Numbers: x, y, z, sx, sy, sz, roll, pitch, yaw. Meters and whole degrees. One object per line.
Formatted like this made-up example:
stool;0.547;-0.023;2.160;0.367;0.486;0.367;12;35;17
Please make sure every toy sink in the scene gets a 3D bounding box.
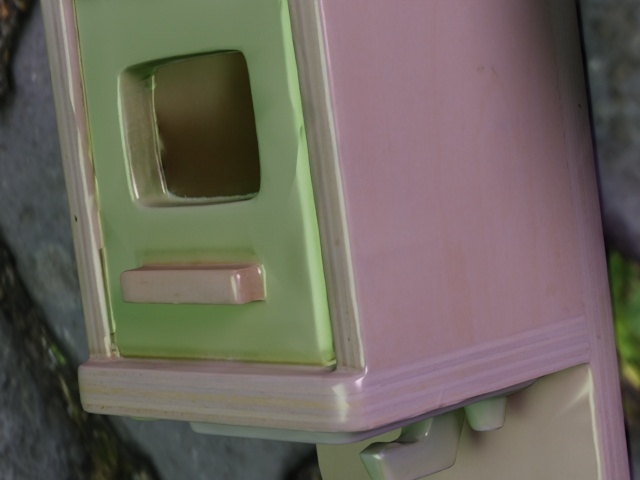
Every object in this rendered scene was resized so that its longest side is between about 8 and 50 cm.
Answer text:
toy sink;0.000;0.000;0.580;0.153;0.131;0.234;-1;98;48
